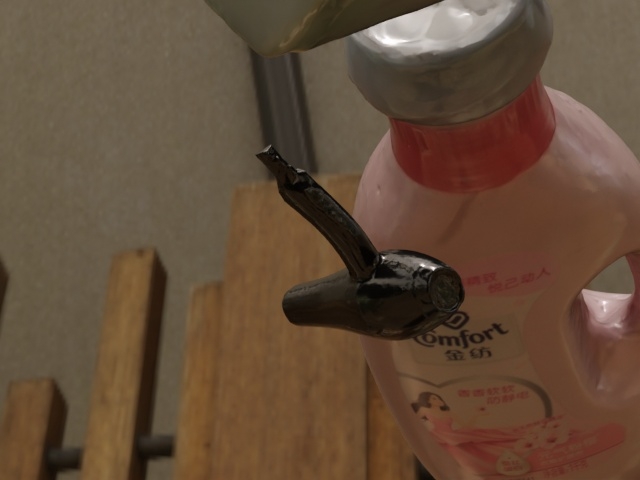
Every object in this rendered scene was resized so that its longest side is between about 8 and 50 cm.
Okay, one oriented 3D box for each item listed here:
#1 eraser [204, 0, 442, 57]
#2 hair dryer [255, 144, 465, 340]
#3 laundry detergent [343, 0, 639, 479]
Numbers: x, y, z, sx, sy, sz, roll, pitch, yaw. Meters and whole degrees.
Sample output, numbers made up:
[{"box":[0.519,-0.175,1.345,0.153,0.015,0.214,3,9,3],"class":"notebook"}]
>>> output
[{"box":[0.062,-0.183,0.439,0.290,0.189,0.104,-24,-14,-30],"class":"eraser"},{"box":[0.000,0.000,0.474,0.079,0.031,0.083,-7,-51,50],"class":"hair dryer"},{"box":[0.088,0.010,0.669,0.159,0.088,0.335,-16,-41,5],"class":"laundry detergent"}]
